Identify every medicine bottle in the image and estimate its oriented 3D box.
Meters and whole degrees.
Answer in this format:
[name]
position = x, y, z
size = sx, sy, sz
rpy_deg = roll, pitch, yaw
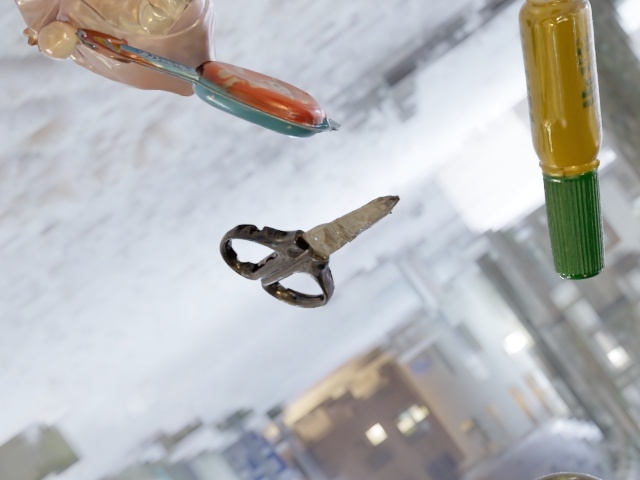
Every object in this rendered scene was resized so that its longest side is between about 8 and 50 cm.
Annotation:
[medicine bottle]
position = 0.220, -0.092, 1.740
size = 0.064, 0.260, 0.095
rpy_deg = -3, -162, 17

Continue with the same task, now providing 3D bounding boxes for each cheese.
[cheese]
position = -0.096, -0.140, 1.708
size = 0.037, 0.256, 0.106
rpy_deg = -66, -161, 13

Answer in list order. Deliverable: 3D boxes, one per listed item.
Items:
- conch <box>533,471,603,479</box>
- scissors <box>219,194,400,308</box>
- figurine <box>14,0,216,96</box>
[conch]
position = 0.262, 0.335, 2.025
size = 0.124, 0.181, 0.187
rpy_deg = 168, -66, -80
[scissors]
position = 0.000, 0.000, 1.614
size = 0.022, 0.109, 0.300
rpy_deg = -61, -167, -24
[figurine]
position = -0.217, -0.234, 1.858
size = 0.200, 0.276, 0.133
rpy_deg = -52, 164, -34
